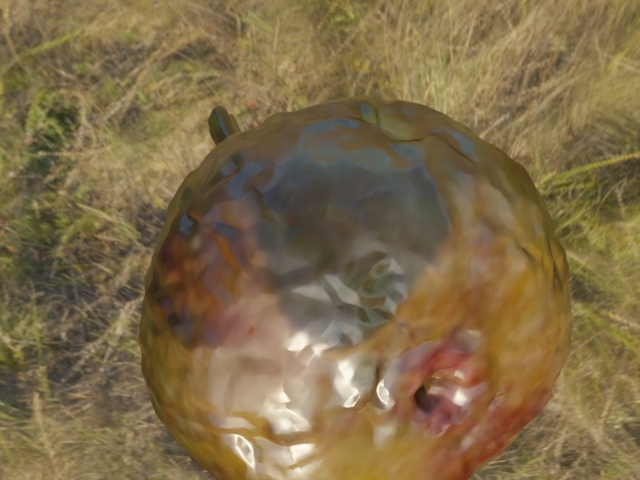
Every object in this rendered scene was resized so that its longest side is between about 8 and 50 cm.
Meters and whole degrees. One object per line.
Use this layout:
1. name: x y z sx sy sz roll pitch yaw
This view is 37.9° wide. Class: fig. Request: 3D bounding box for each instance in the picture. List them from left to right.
1. fig: 0.000 0.000 0.662 0.286 0.286 0.369 -28 40 -1
